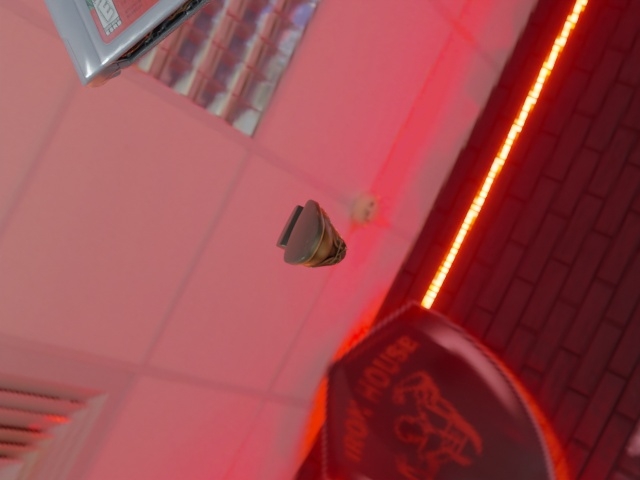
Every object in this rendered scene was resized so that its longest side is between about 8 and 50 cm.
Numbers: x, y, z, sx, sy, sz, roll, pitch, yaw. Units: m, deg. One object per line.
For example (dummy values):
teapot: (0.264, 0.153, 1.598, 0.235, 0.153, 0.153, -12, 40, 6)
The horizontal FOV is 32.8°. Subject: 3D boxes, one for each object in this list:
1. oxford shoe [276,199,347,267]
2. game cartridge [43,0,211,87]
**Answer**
oxford shoe: (0.000, 0.000, 1.252, 0.076, 0.076, 0.212, -62, 6, 3)
game cartridge: (-0.191, -0.296, 1.072, 0.060, 0.294, 0.196, -18, -96, -45)
